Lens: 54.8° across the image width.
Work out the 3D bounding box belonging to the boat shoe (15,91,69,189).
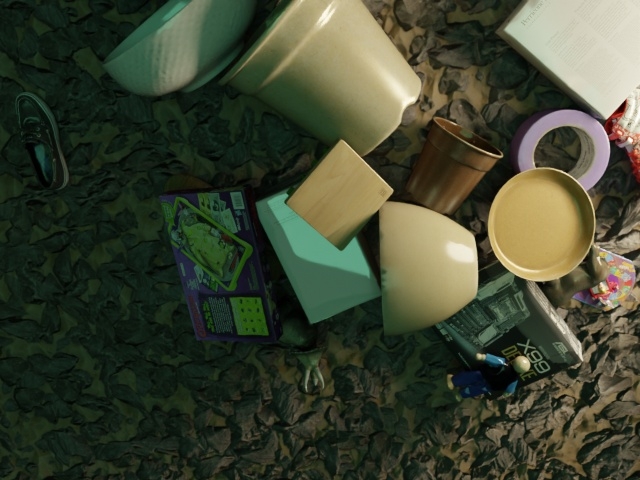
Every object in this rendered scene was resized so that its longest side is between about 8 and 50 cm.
[{"bbox_3d":[-0.642,-0.221,1.400,0.080,0.076,0.228,-9,105,6],"label":"boat shoe"}]

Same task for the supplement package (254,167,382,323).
[{"bbox_3d":[0.000,0.000,1.365,0.175,0.177,0.292,-24,102,9],"label":"supplement package"}]

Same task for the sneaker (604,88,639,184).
[{"bbox_3d":[0.677,-0.190,1.317,0.145,0.090,0.270,5,102,3],"label":"sneaker"}]

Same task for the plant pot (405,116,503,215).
[{"bbox_3d":[0.274,-0.153,1.324,0.167,0.167,0.165,27,114,-4],"label":"plant pot"}]

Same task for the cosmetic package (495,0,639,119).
[{"bbox_3d":[0.591,-0.480,1.238,0.284,0.097,0.377,39,104,-9],"label":"cosmetic package"}]

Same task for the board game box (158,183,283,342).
[{"bbox_3d":[-0.210,0.056,1.325,0.208,0.056,0.346,-3,110,19],"label":"board game box"}]

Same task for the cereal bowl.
[{"bbox_3d":[-0.253,-0.395,1.209,0.339,0.339,0.141,-34,120,12],"label":"cereal bowl"}]

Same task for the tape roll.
[{"bbox_3d":[0.512,-0.189,1.332,0.189,0.080,0.188,1,105,3],"label":"tape roll"}]

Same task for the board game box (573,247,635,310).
[{"bbox_3d":[0.645,0.092,1.423,0.169,0.033,0.133,22,106,-3],"label":"board game box"}]

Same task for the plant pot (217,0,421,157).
[{"bbox_3d":[0.019,-0.337,1.225,0.305,0.334,0.334,40,104,-19],"label":"plant pot"}]

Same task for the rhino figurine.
[{"bbox_3d":[0.538,0.094,1.404,0.243,0.073,0.106,-37,94,27],"label":"rhino figurine"}]

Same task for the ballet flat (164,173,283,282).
[{"bbox_3d":[-0.226,-0.018,1.403,0.116,0.124,0.342,-42,98,14],"label":"ballet flat"}]

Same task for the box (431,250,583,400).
[{"bbox_3d":[0.405,0.193,1.413,0.242,0.076,0.307,-33,101,29],"label":"box"}]

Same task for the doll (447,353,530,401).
[{"bbox_3d":[0.383,0.306,1.402,0.189,0.046,0.129,-26,105,28],"label":"doll"}]

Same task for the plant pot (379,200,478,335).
[{"bbox_3d":[0.223,0.056,1.288,0.191,0.284,0.284,-2,105,6],"label":"plant pot"}]

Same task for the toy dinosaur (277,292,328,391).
[{"bbox_3d":[-0.084,0.189,1.432,0.313,0.160,0.121,42,103,-9],"label":"toy dinosaur"}]

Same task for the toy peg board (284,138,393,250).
[{"bbox_3d":[0.027,-0.095,1.220,0.161,0.079,0.161,40,91,-28],"label":"toy peg board"}]

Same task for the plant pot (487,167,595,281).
[{"bbox_3d":[0.457,-0.033,1.293,0.236,0.032,0.236,0,93,-7],"label":"plant pot"}]
